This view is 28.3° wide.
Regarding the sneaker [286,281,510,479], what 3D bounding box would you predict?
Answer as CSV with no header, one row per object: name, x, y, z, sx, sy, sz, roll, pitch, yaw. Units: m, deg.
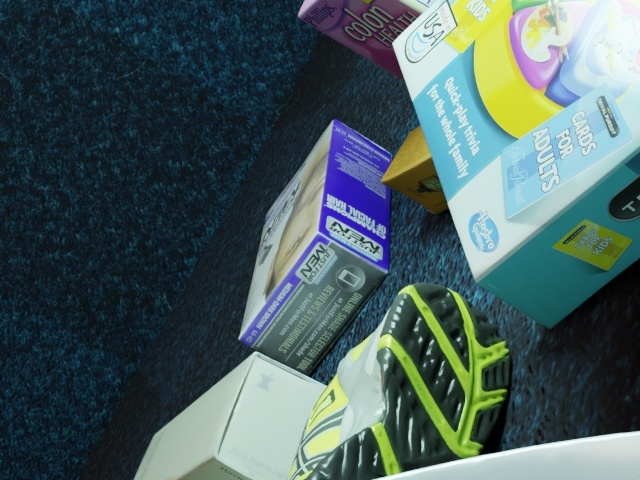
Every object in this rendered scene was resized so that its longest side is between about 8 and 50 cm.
sneaker,0.036,0.200,0.926,0.147,0.145,0.384,-51,4,41

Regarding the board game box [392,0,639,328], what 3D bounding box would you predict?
board game box,0.210,-0.145,0.790,0.336,0.079,0.253,-42,38,25

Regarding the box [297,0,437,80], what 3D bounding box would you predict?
box,0.127,-0.245,1.339,0.117,0.243,0.213,-62,12,-10

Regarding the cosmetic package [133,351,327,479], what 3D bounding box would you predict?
cosmetic package,-0.070,0.231,1.233,0.309,0.160,0.113,-44,21,58

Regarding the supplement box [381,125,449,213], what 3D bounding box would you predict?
supplement box,0.147,-0.092,1.296,0.080,0.078,0.233,-64,13,-18

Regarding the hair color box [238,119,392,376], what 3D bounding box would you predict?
hair color box,0.000,0.000,1.635,0.185,0.110,0.339,-54,15,25

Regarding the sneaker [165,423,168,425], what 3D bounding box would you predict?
sneaker,-0.198,0.325,1.763,0.221,0.083,0.087,-91,24,-75

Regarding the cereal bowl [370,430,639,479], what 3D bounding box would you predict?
cereal bowl,0.072,0.177,0.502,0.339,0.339,0.141,158,101,-72
